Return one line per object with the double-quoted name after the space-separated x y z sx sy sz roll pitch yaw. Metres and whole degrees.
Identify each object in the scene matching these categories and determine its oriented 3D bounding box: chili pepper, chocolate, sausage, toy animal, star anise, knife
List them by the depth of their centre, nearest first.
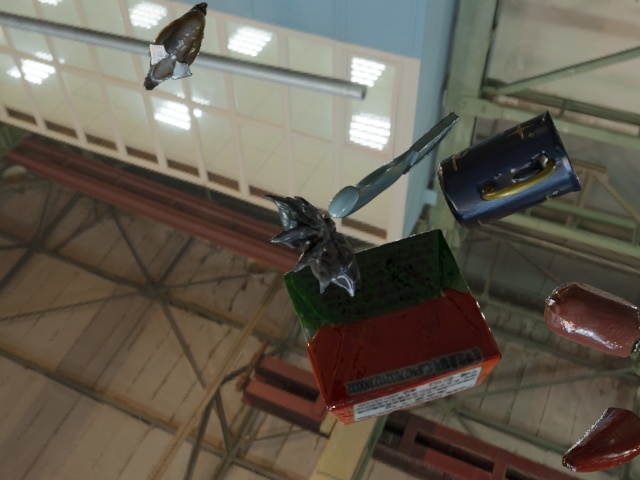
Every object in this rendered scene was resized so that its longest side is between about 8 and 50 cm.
0.057 -0.054 0.469 0.015 0.028 0.210 34 -147 12 "knife"
0.442 0.325 1.089 0.169 0.065 0.088 -15 -153 -31 "chili pepper"
0.000 0.000 1.103 0.204 0.061 0.180 57 -155 11 "star anise"
-0.274 -0.365 1.297 0.089 0.188 0.179 35 -139 -23 "toy animal"
0.138 0.181 1.425 0.360 0.161 0.341 -16 -129 -3 "chocolate"
0.647 0.182 1.628 0.254 0.148 0.148 16 -132 -5 "sausage"

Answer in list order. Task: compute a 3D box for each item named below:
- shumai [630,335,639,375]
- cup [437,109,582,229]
0.747 0.357 1.260 0.397 0.323 0.324 17 -161 21 "shumai"
0.373 -0.145 1.409 0.256 0.255 0.178 -23 -107 20 "cup"
